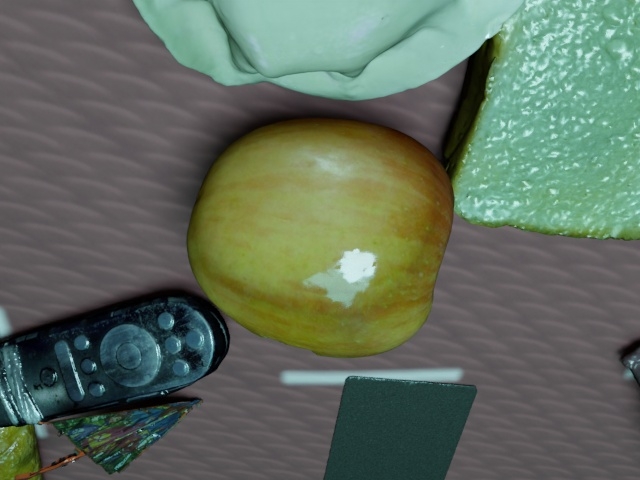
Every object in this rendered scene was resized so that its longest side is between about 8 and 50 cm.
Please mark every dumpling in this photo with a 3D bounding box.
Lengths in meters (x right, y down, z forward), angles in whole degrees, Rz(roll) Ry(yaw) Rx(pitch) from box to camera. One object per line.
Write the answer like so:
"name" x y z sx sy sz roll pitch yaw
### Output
"dumpling" 0.003 -0.155 0.408 0.252 0.131 0.179 -2 140 0

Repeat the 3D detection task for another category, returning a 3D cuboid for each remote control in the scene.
"remote control" -0.208 0.111 0.617 0.266 0.066 0.090 -15 87 12

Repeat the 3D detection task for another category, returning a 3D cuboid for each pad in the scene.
"pad" 0.081 0.231 0.740 0.143 0.003 0.211 6 124 -6

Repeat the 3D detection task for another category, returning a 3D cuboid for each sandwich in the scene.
"sandwich" 0.190 -0.106 0.480 0.186 0.065 0.215 5 123 -6

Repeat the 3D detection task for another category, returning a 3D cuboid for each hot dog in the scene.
"hot dog" -0.337 0.275 0.723 0.088 0.061 0.286 -7 126 -11

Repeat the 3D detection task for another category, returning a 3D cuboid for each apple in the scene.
"apple" 0.000 0.000 0.486 0.199 0.199 0.199 -1 124 -2

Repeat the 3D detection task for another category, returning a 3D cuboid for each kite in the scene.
"kite" -0.205 0.192 0.654 0.189 0.009 0.232 -22 152 -17

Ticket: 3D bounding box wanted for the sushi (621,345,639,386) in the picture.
"sushi" 0.397 0.208 0.642 0.107 0.161 0.241 -36 119 22
